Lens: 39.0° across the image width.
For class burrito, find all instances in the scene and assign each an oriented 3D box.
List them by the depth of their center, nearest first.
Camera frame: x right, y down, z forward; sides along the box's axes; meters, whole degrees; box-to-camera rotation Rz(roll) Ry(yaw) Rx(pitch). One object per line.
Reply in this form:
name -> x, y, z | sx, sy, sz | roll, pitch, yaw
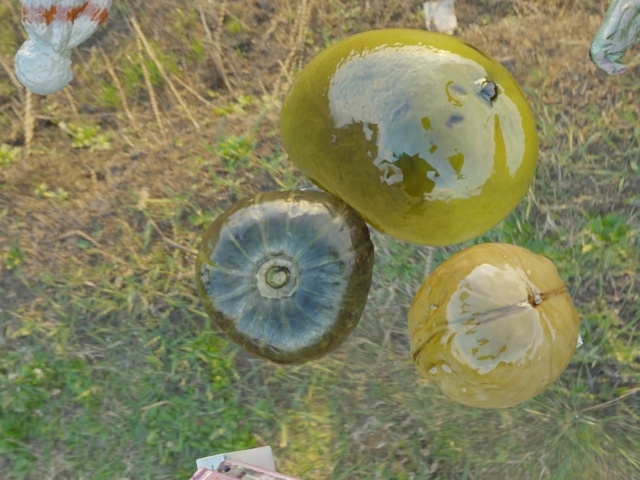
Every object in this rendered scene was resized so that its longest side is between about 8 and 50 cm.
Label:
burrito -> 0.547, -0.427, 1.546 | 0.066, 0.096, 0.309 | 22, 82, 47

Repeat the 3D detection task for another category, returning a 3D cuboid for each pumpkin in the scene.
pumpkin -> -0.044, 0.041, 1.088 | 0.219, 0.162, 0.218 | 1, 105, 4

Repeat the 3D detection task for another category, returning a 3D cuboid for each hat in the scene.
hat -> -0.221, -0.203, 0.769 | 0.094, 0.112, 0.162 | 18, 106, 34

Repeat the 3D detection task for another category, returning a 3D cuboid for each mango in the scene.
mango -> 0.104, -0.146, 1.274 | 0.445, 0.221, 0.301 | 11, 117, 53

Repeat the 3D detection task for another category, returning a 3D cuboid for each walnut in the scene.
walnut -> 0.149, 0.077, 0.801 | 0.144, 0.180, 0.144 | 6, 59, -9

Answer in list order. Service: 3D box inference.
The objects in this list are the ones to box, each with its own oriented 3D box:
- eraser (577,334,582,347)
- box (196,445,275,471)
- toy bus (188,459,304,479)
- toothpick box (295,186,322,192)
eraser -> 0.303, 0.112, 1.153 | 0.019, 0.083, 0.038 | -35, 52, 29
box -> -0.108, 0.363, 1.271 | 0.051, 0.129, 0.130 | -17, 76, 23
toy bus -> -0.007, 0.186, 0.509 | 0.203, 0.090, 0.063 | 7, 122, 35
toothpick box -> 0.000, 0.000, 1.472 | 0.101, 0.101, 0.153 | -39, 59, 6
